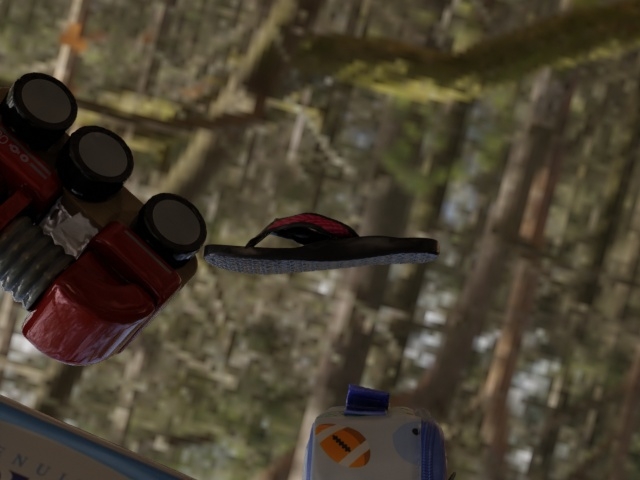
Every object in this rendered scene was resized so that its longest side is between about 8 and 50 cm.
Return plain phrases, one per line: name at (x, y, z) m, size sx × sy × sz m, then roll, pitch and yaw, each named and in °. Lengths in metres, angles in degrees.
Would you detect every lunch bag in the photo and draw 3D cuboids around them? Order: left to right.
lunch bag at (0.038, 0.221, 1.304) m, size 0.115 × 0.243 × 0.303 m, roll 3°, pitch 176°, yaw 0°

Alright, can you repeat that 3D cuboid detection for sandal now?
sandal at (0.000, 0.000, 1.417) m, size 0.179 × 0.040 × 0.067 m, roll -3°, pitch 172°, yaw -9°

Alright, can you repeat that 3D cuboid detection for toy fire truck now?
toy fire truck at (-0.226, 0.006, 1.438) m, size 0.217 × 0.158 × 0.246 m, roll 43°, pitch -136°, yaw -1°

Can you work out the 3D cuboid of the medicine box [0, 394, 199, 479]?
medicine box at (-0.086, 0.192, 0.880) m, size 0.263 × 0.149 × 0.289 m, roll 23°, pitch 166°, yaw -2°
